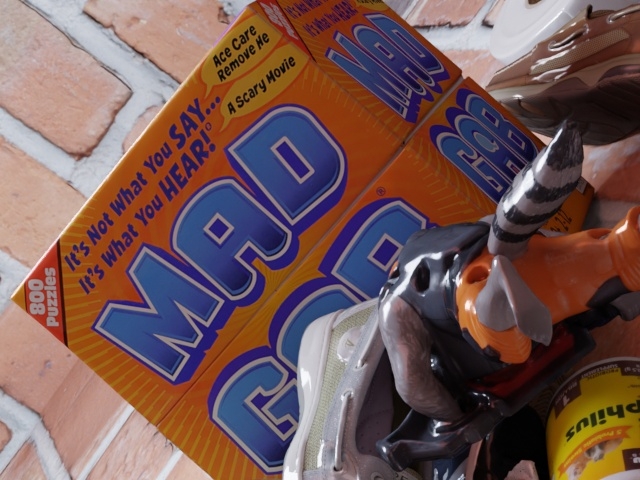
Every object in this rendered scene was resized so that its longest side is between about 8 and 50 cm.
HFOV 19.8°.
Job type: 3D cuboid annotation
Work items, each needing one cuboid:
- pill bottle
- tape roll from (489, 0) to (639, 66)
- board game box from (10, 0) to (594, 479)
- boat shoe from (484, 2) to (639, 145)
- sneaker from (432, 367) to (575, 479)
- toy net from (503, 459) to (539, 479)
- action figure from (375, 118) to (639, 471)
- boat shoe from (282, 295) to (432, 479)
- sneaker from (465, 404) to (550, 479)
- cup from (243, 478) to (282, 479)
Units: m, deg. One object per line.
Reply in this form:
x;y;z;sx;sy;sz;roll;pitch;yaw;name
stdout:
0.220;0.180;1.280;0.117;0.117;0.215;-48;16;22;pill bottle
0.315;-0.295;2.073;0.286;0.100;0.286;-51;13;17;tape roll
0.000;0.000;1.744;0.356;0.356;0.356;-48;0;19;board game box
0.283;-0.174;1.863;0.324;0.123;0.116;-4;65;59;boat shoe
0.122;0.236;1.506;0.282;0.099;0.153;-65;12;-24;sneaker
0.133;0.270;1.283;0.122;0.045;0.232;-8;77;63;toy net
0.166;0.008;1.346;0.341;0.178;0.330;-37;6;-26;action figure
0.046;0.164;1.428;0.103;0.118;0.320;-33;32;26;boat shoe
0.169;0.221;1.371;0.121;0.079;0.217;-22;59;58;sneaker
-0.049;0.327;1.500;0.237;0.331;0.331;-32;-1;-38;cup
